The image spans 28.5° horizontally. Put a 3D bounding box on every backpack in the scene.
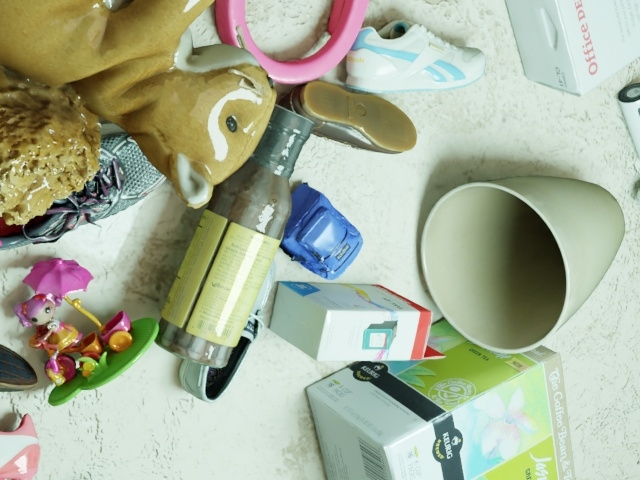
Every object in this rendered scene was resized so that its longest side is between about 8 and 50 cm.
[{"bbox_3d":[0.000,0.000,1.742,0.098,0.101,0.120,-46,129,-3],"label":"backpack"}]

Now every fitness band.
[{"bbox_3d":[-0.029,-0.348,1.627,0.209,0.054,0.290,4,103,-34],"label":"fitness band"}]

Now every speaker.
[{"bbox_3d":[0.529,-0.187,2.050,0.055,0.055,0.136,-39,124,-16],"label":"speaker"}]

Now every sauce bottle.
[{"bbox_3d":[-0.104,-0.008,1.631,0.111,0.111,0.344,23,92,-37],"label":"sauce bottle"}]

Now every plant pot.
[{"bbox_3d":[0.337,0.006,1.896,0.274,0.256,0.256,-21,118,-43],"label":"plant pot"}]

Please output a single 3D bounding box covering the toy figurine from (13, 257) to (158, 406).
[{"bbox_3d":[-0.319,0.099,1.578,0.173,0.130,0.159,-35,111,5],"label":"toy figurine"}]

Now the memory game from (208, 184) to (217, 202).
[{"bbox_3d":[-0.133,-0.136,1.613,0.186,0.012,0.186,-40,142,-41],"label":"memory game"}]

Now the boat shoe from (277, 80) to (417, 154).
[{"bbox_3d":[0.037,-0.166,1.728,0.207,0.073,0.073,20,64,-33],"label":"boat shoe"}]

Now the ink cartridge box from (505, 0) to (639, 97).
[{"bbox_3d":[0.429,-0.391,1.865,0.306,0.131,0.226,-33,122,-18],"label":"ink cartridge box"}]

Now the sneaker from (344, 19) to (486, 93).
[{"bbox_3d":[0.140,-0.258,1.750,0.229,0.087,0.092,-9,109,-33],"label":"sneaker"}]

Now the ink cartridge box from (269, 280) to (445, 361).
[{"bbox_3d":[0.062,0.116,1.801,0.231,0.134,0.078,3,105,-35],"label":"ink cartridge box"}]

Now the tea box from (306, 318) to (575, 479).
[{"bbox_3d":[0.193,0.331,1.911,0.324,0.220,0.329,-25,119,-24],"label":"tea box"}]

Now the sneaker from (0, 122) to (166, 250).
[{"bbox_3d":[-0.304,-0.052,1.513,0.299,0.112,0.120,-24,117,-28],"label":"sneaker"}]

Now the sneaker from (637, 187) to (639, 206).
[{"bbox_3d":[0.608,-0.139,2.113,0.235,0.090,0.094,-37,110,-22],"label":"sneaker"}]

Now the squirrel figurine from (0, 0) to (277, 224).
[{"bbox_3d":[-0.255,-0.187,1.398,0.397,0.281,0.370,-36,116,2],"label":"squirrel figurine"}]

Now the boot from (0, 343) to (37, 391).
[{"bbox_3d":[-0.458,0.172,1.535,0.219,0.082,0.106,19,121,-46],"label":"boot"}]

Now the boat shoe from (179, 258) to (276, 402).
[{"bbox_3d":[-0.113,0.119,1.720,0.079,0.081,0.227,26,92,-37],"label":"boat shoe"}]

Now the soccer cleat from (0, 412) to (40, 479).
[{"bbox_3d":[-0.468,0.265,1.553,0.248,0.083,0.095,2,76,-29],"label":"soccer cleat"}]
